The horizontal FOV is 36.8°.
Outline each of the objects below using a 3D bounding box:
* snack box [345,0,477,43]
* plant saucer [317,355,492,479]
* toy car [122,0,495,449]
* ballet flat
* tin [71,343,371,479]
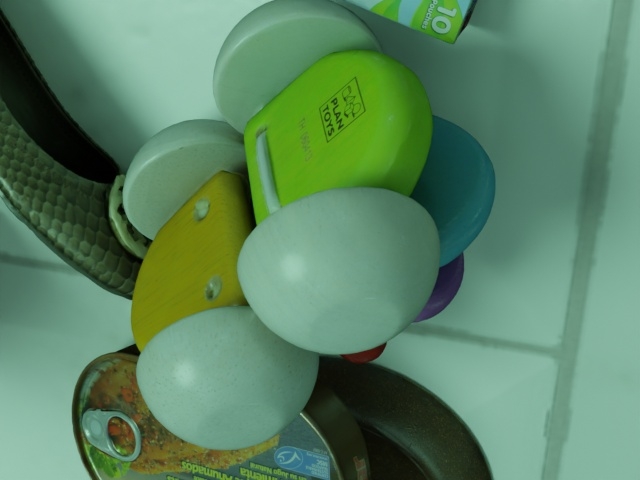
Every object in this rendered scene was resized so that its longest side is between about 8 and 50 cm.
[{"bbox_3d":[0.010,-0.154,0.388,0.141,0.037,0.100,24,122,6],"label":"snack box"},{"bbox_3d":[0.012,0.144,0.542,0.168,0.029,0.169,8,116,15],"label":"plant saucer"},{"bbox_3d":[0.000,0.000,0.422,0.136,0.159,0.182,19,131,-33],"label":"toy car"},{"bbox_3d":[-0.152,-0.079,0.468,0.058,0.084,0.250,-36,97,5],"label":"ballet flat"},{"bbox_3d":[-0.058,0.113,0.517,0.189,0.040,0.106,7,103,34],"label":"tin"}]
